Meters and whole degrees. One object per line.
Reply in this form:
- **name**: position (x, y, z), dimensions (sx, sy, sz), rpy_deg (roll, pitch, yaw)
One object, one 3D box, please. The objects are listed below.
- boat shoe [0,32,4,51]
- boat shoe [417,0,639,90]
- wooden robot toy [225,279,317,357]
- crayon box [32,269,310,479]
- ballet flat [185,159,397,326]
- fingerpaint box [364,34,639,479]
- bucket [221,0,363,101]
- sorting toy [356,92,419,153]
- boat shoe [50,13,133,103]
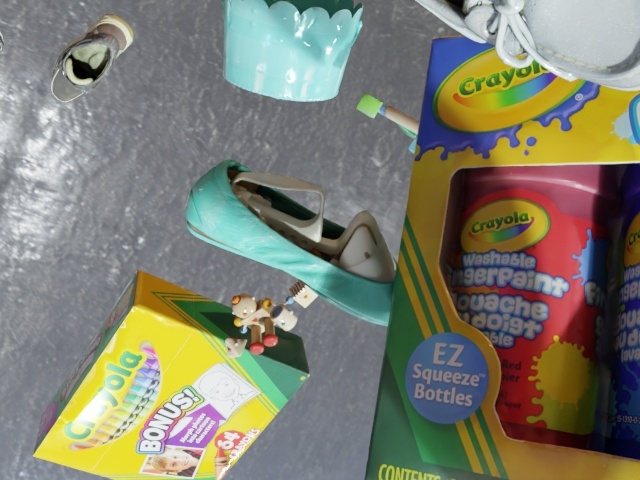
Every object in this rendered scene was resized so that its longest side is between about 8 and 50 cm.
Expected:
- **boat shoe**: position (-0.405, -0.236, 0.865), dimensions (0.046, 0.038, 0.125), rpy_deg (-31, 170, 1)
- **boat shoe**: position (0.084, -0.193, 0.473), dimensions (0.103, 0.320, 0.118), rpy_deg (-34, 158, -32)
- **wooden robot toy**: position (-0.092, 0.106, 1.077), dimensions (0.173, 0.076, 0.079), rpy_deg (-34, 123, 20)
- **crayon box**: position (-0.250, 0.260, 1.248), dimensions (0.313, 0.106, 0.363), rpy_deg (25, 116, -26)
- **ballet flat**: position (0.000, 0.000, 0.677), dimensions (0.247, 0.083, 0.087), rpy_deg (26, 123, -10)
- **fingerpaint box**: position (0.282, 0.033, 0.529), dimensions (0.163, 0.444, 0.371), rpy_deg (30, 67, -56)
- **bucket**: position (-0.065, -0.401, 1.483), dimensions (0.281, 0.281, 0.183), rpy_deg (-13, 126, -40)
- **sorting toy**: position (0.205, -0.159, 1.317), dimensions (0.047, 0.347, 0.196), rpy_deg (-60, 159, 7)
- **boat shoe**: position (-0.392, -0.287, 1.230), dimensions (0.080, 0.223, 0.073), rpy_deg (44, 43, -21)
